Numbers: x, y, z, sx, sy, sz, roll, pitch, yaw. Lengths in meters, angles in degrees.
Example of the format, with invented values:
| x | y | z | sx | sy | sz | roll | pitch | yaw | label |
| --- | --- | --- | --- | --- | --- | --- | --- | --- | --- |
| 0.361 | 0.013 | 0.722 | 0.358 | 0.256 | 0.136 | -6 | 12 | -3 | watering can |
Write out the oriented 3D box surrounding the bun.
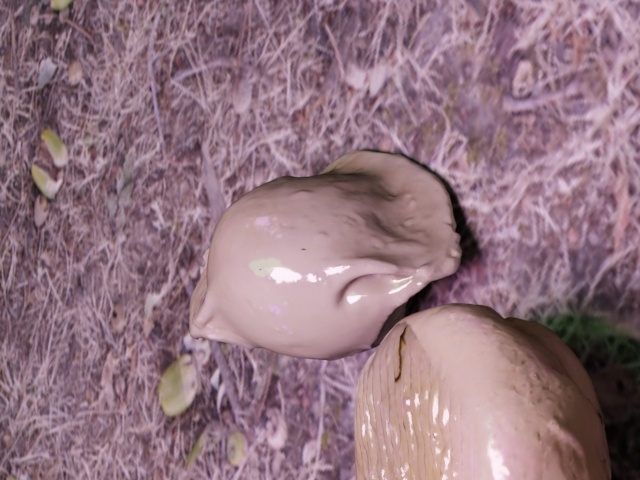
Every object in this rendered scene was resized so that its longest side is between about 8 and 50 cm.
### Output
| x | y | z | sx | sy | sz | roll | pitch | yaw | label |
| --- | --- | --- | --- | --- | --- | --- | --- | --- | --- |
| 0.096 | 0.138 | 0.998 | 0.237 | 0.116 | 0.210 | 142 | 120 | -73 | bun |

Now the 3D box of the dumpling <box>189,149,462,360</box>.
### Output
| x | y | z | sx | sy | sz | roll | pitch | yaw | label |
| --- | --- | --- | --- | --- | --- | --- | --- | --- | --- |
| 0.003 | 0.002 | 1.158 | 0.111 | 0.181 | 0.155 | 81 | -164 | -48 | dumpling |
